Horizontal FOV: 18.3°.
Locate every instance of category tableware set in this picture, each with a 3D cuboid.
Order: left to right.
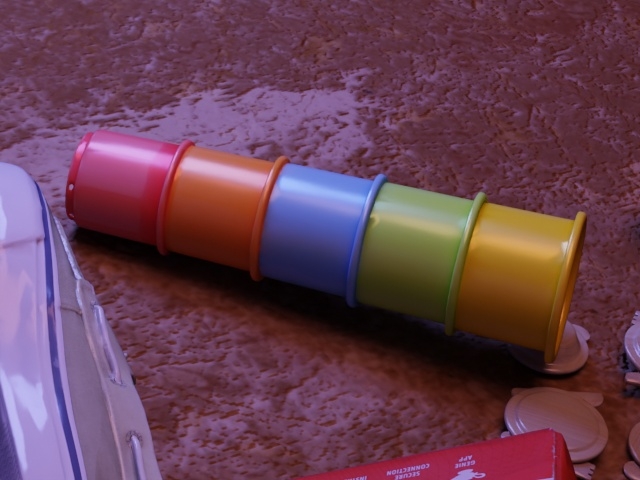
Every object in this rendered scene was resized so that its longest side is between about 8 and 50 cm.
[{"bbox_3d":[0.180,0.094,1.224,0.141,0.020,0.168,13,38,-2],"label":"tableware set"}]

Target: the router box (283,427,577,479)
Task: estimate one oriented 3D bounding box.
[{"bbox_3d":[-0.065,0.203,0.734,0.335,0.082,0.301,-12,21,12],"label":"router box"}]

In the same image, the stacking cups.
[{"bbox_3d":[0.000,0.000,1.229,0.316,0.096,0.096,11,35,11],"label":"stacking cups"}]

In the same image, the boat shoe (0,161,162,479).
[{"bbox_3d":[-0.149,0.081,1.076,0.094,0.109,0.302,15,40,-30],"label":"boat shoe"}]
